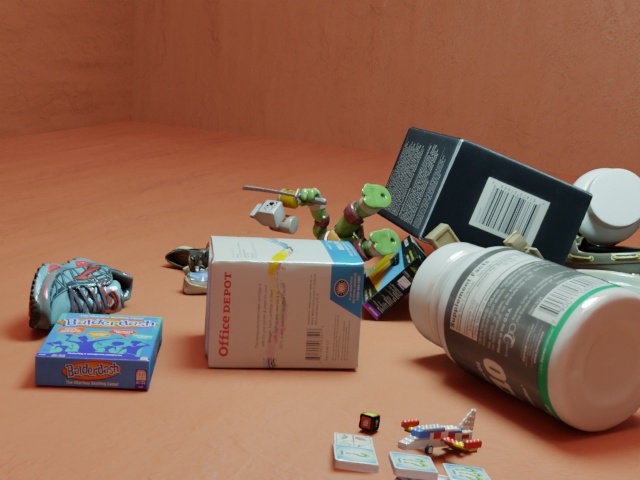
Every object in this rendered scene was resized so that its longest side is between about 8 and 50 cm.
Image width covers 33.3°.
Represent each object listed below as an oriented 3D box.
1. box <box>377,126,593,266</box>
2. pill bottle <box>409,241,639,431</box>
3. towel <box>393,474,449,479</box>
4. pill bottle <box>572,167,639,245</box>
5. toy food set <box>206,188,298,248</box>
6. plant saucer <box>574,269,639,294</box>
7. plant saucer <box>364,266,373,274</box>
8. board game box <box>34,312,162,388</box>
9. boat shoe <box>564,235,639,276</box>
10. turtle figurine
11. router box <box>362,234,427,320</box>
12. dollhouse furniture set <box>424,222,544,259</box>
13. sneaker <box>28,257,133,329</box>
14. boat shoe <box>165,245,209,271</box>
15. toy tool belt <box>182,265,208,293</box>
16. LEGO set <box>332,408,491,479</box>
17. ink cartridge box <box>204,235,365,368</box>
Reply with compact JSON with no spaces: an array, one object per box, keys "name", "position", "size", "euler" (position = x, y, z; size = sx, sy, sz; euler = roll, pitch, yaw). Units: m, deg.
[{"name":"box","position":[0.318,-0.075,2.191],"size":[0.294,0.212,0.395],"euler":[21,5,-12]},{"name":"pill bottle","position":[0.302,0.124,1.572],"size":[0.204,0.204,0.361],"euler":[-4,15,-30]},{"name":"towel","position":[0.130,0.296,1.167],"size":[0.144,0.029,0.197],"euler":[10,14,23]},{"name":"pill bottle","position":[0.617,-0.065,2.365],"size":[0.169,0.169,0.301],"euler":[4,-9,0]},{"name":"toy food set","position":[-0.134,-0.019,2.240],"size":[0.105,0.111,0.232],"euler":[10,46,26]},{"name":"plant saucer","position":[0.501,0.124,1.867],"size":[0.401,0.100,0.400],"euler":[3,12,-1]},{"name":"plant saucer","position":[0.125,0.071,2.168],"size":[0.083,0.015,0.083],"euler":[4,14,-1]},{"name":"board game box","position":[-0.323,0.161,1.585],"size":[0.160,0.047,0.210],"euler":[3,12,-5]},{"name":"boat shoe","position":[0.560,0.035,2.278],"size":[0.305,0.091,0.109],"euler":[12,15,32]},{"name":"turtle figurine","position":[0.000,0.000,1.985],"size":[0.275,0.197,0.266],"euler":[37,-41,-22]},{"name":"router box","position":[0.135,0.065,1.960],"size":[0.046,0.133,0.179],"euler":[47,8,-9]},{"name":"dollhouse furniture set","position":[0.288,0.012,1.954],"size":[0.161,0.182,0.101],"euler":[-40,16,-12]},{"name":"sneaker","position":[-0.390,0.085,1.776],"size":[0.125,0.104,0.262],"euler":[8,14,11]},{"name":"boat shoe","position":[-0.244,0.042,2.124],"size":[0.152,0.056,0.049],"euler":[1,14,36]},{"name":"toy tool belt","position":[-0.217,0.071,1.992],"size":[0.083,0.051,0.052],"euler":[-2,14,-24]},{"name":"LEGO set","position":[0.107,0.238,1.300],"size":[0.183,0.060,0.244],"euler":[8,2,0]},{"name":"ink cartridge box","position":[-0.063,0.094,1.673],"size":[0.233,0.171,0.168],"euler":[2,13,-8]}]
